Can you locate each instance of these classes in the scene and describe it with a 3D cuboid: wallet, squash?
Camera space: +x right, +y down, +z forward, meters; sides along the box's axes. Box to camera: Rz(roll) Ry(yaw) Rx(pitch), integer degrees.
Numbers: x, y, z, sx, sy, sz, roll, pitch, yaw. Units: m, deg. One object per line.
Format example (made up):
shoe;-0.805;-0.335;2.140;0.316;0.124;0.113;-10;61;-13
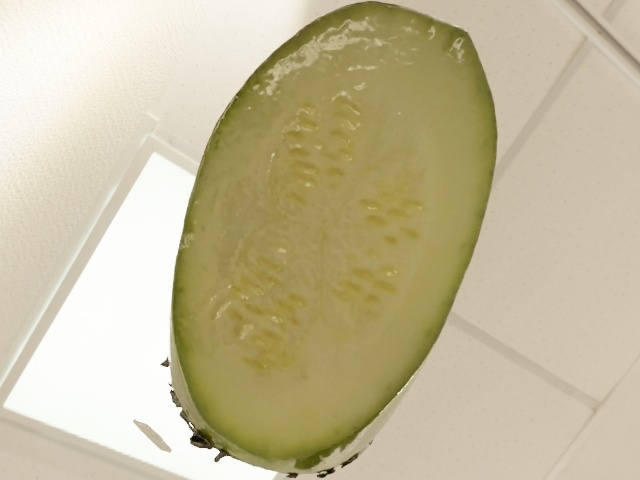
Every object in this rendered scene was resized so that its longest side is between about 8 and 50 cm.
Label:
wallet;-0.296;0.346;0.954;0.011;0.044;0.083;-51;-55;-36
squash;0.000;0.000;0.345;0.189;0.189;0.261;7;-53;-14
